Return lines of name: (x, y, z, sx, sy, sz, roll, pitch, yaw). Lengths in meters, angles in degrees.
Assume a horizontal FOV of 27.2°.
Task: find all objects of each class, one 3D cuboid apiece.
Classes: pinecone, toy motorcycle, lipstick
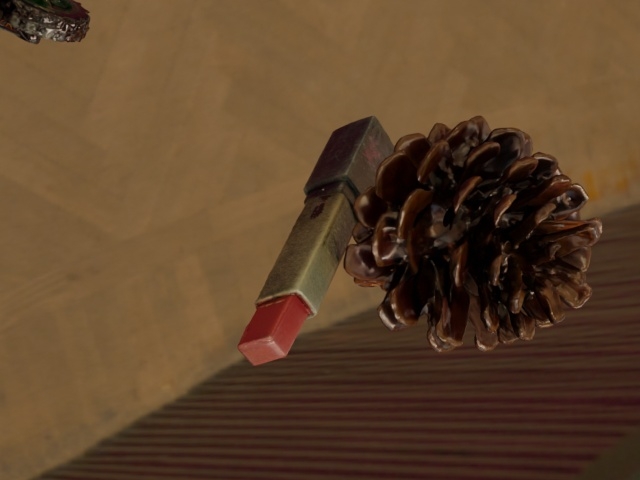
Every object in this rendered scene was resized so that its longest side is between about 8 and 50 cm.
pinecone: (0.130, 0.001, 1.075, 0.207, 0.207, 0.208, 8, 78, -39)
toy motorcycle: (-0.484, -0.369, 1.754, 0.237, 0.410, 0.169, 12, 109, -49)
lipstick: (0.000, 0.000, 1.125, 0.051, 0.051, 0.312, 59, 32, -25)
